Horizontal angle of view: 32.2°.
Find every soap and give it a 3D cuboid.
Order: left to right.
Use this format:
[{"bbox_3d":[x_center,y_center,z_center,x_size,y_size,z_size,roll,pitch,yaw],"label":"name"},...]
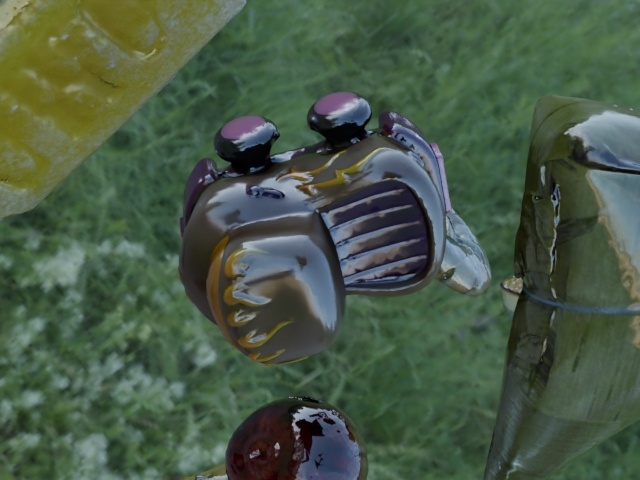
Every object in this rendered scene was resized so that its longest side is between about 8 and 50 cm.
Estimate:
[{"bbox_3d":[-0.185,-0.120,0.722,0.080,0.257,0.160,51,8,28],"label":"soap"}]

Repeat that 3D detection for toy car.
[{"bbox_3d":[0.000,0.000,1.300,0.240,0.340,0.271,-108,-178,-56],"label":"toy car"}]

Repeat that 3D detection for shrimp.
[{"bbox_3d":[0.136,-0.041,1.564,0.289,0.075,0.178,32,33,-9],"label":"shrimp"}]

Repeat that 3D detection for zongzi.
[{"bbox_3d":[0.296,0.086,0.872,0.323,0.360,0.160,10,17,3],"label":"zongzi"}]

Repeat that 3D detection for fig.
[{"bbox_3d":[-0.004,0.316,1.578,0.249,0.204,0.186,14,80,-49],"label":"fig"}]

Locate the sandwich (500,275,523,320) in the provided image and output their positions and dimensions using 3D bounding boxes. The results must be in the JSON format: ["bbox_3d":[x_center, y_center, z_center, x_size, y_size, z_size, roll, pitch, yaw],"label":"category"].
[{"bbox_3d":[0.424,0.125,1.808,0.186,0.220,0.108,-104,-179,-53],"label":"sandwich"}]

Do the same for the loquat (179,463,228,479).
[{"bbox_3d":[-0.146,0.468,1.740,0.244,0.244,0.244,40,30,-28],"label":"loquat"}]
